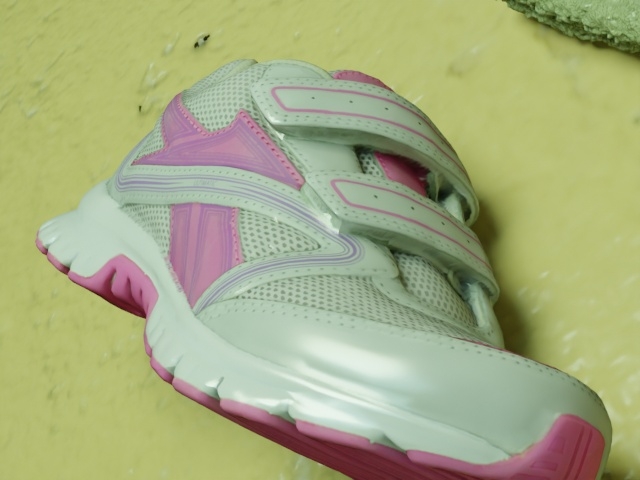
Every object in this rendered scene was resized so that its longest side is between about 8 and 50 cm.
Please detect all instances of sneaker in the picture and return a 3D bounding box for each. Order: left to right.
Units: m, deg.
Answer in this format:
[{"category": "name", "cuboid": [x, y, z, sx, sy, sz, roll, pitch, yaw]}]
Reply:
[{"category": "sneaker", "cuboid": [0.000, 0.000, 0.407, 0.111, 0.103, 0.252, -57, 39, -1]}]

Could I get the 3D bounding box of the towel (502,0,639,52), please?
[{"category": "towel", "cuboid": [0.126, -0.103, 0.413, 0.148, 0.027, 0.110, 30, 86, 51]}]
